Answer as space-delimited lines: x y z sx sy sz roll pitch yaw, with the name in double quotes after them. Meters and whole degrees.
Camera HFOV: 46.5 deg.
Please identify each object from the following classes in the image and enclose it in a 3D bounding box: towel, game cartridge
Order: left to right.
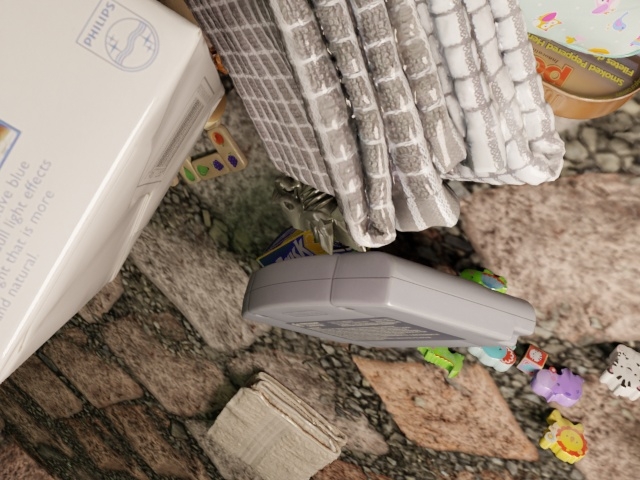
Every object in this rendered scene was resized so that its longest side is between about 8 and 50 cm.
-0.081 0.328 1.235 0.187 0.049 0.282 38 141 4 "towel"
-0.008 -0.146 0.440 0.235 0.121 0.283 29 146 64 "towel"
0.044 0.067 0.768 0.198 0.062 0.297 22 162 -26 "game cartridge"

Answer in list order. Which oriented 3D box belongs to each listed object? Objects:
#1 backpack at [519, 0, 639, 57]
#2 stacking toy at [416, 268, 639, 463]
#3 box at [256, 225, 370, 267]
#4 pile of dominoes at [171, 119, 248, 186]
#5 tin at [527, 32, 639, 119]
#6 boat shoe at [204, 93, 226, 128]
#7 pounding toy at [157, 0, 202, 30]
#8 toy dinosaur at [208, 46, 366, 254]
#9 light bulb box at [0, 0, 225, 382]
0.152 -0.191 0.455 0.182 0.115 0.152 11 153 -27 "backpack"
0.220 0.138 0.810 0.221 0.052 0.167 31 140 12 "stacking toy"
0.000 0.000 0.846 0.054 0.059 0.169 48 140 -11 "box"
-0.222 -0.162 0.884 0.196 0.040 0.251 -12 118 44 "pile of dominoes"
0.146 -0.157 0.535 0.190 0.106 0.040 29 156 5 "tin"
-0.247 -0.220 0.758 0.341 0.121 0.110 41 123 -6 "boat shoe"
-0.124 -0.307 0.597 0.206 0.094 0.181 93 153 -54 "pounding toy"
0.035 -0.130 0.663 0.322 0.164 0.218 35 133 44 "toy dinosaur"
-0.280 -0.119 0.511 0.361 0.225 0.358 31 -178 -8 "light bulb box"
